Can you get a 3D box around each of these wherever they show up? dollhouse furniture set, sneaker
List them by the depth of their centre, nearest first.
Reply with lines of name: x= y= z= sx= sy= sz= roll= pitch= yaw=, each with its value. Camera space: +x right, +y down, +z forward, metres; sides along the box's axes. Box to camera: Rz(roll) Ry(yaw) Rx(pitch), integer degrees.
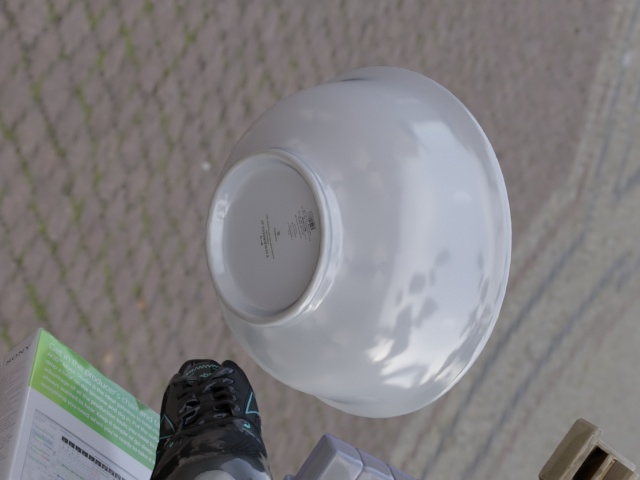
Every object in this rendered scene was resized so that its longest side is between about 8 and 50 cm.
dollhouse furniture set: x=0.161 y=0.202 z=1.232 sx=0.161 sy=0.101 sz=0.182 roll=-54 pitch=-166 yaw=-2
sneaker: x=-0.090 y=0.148 z=1.334 sx=0.267 sy=0.101 sz=0.106 roll=-179 pitch=-100 yaw=-85

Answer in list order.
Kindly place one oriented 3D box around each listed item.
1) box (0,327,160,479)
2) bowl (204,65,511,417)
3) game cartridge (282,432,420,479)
box: x=-0.185 y=0.254 z=1.458 sx=0.232 sy=0.058 sz=0.322 roll=41 pitch=33 yaw=-28
bowl: x=0.000 y=0.000 z=1.452 sx=0.134 sy=0.298 sz=0.298 roll=1 pitch=109 yaw=-45
game cartridge: x=-0.002 y=0.376 z=1.731 sx=0.355 sy=0.230 sz=0.068 roll=-56 pitch=-163 yaw=10
